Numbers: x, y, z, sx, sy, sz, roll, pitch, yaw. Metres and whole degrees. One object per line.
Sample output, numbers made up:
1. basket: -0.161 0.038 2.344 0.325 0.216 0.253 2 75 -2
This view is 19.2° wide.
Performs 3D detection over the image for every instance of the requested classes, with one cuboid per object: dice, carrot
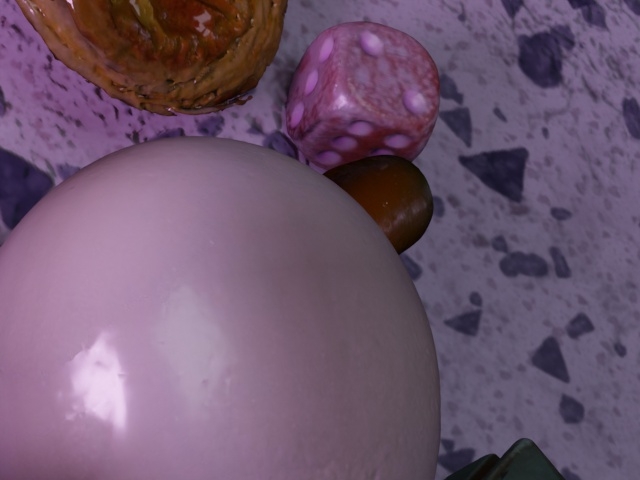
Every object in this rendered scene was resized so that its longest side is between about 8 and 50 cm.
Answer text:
1. dice: 0.032 -0.108 1.460 0.094 0.093 0.091 15 58 -24
2. carrot: 0.000 0.000 1.391 0.193 0.087 0.087 -31 84 -34

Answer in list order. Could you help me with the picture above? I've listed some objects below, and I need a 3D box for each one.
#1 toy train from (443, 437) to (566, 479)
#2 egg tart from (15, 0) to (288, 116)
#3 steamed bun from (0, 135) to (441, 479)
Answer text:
1. toy train: 0.068 0.269 1.242 0.129 0.159 0.326 49 51 1
2. egg tart: -0.143 -0.217 1.396 0.297 0.132 0.297 21 59 -40
3. steamed bun: -0.056 0.091 1.160 0.324 0.206 0.324 21 61 -43
